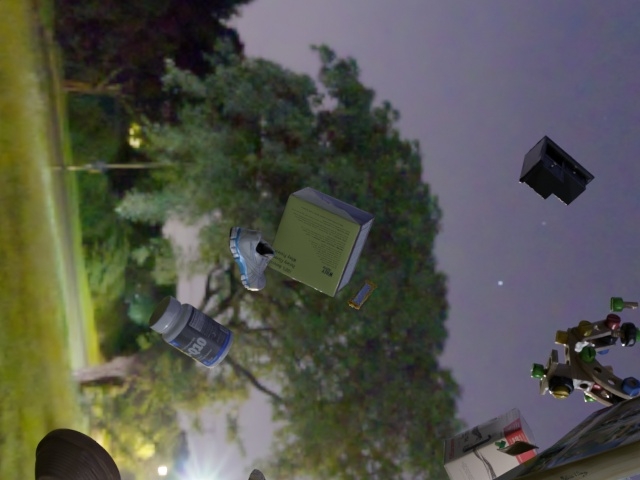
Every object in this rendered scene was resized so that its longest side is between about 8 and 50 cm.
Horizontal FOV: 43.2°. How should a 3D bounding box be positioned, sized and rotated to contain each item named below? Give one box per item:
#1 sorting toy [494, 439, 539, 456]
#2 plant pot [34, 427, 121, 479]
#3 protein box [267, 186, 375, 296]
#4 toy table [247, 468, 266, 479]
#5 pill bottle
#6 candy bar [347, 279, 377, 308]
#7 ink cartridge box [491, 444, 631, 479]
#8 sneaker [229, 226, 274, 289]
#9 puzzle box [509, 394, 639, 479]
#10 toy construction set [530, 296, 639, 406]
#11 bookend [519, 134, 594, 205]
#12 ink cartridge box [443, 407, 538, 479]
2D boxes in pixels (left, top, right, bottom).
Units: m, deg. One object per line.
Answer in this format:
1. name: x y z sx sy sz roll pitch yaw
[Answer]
1. sorting toy: 0.363 0.386 1.517 0.062 0.083 0.012 -28 -130 33
2. plant pot: -0.624 0.592 2.000 0.110 0.237 0.237 -50 152 -55
3. protein box: 0.000 0.000 2.059 0.136 0.200 0.201 -31 143 -67
4. toy table: -0.141 0.711 2.010 0.252 0.161 0.274 -67 168 5
5. pill bottle: -0.229 0.160 1.426 0.078 0.137 0.078 -43 -156 25
6. candy bar: 0.122 0.157 2.338 0.161 0.040 0.018 -42 160 -58
7. ink cartridge box: 0.505 0.623 1.732 0.279 0.385 0.160 56 9 -6
8. sneaker: -0.135 0.044 1.744 0.190 0.083 0.071 73 20 -50
9. puzzle box: 0.538 0.339 1.418 0.052 0.272 0.409 57 -31 11
10. toy construction set: 0.621 0.303 1.982 0.309 0.237 0.257 87 6 -67
11. bookend: 0.544 -0.142 1.855 0.072 0.156 0.157 -48 -176 33
12. ink cartridge box: 0.422 0.525 2.026 0.092 0.218 0.158 59 13 -3
